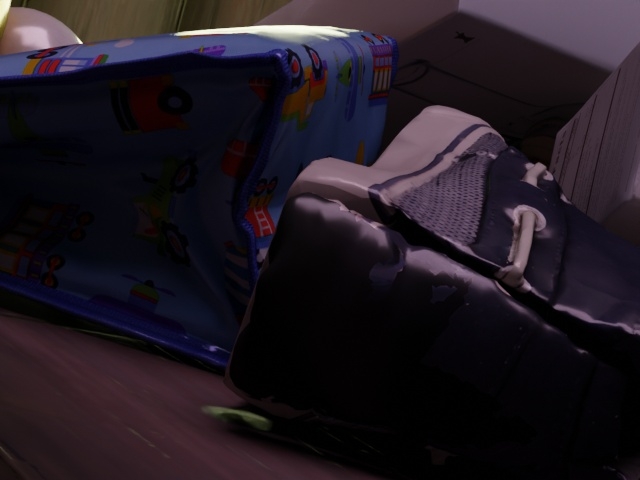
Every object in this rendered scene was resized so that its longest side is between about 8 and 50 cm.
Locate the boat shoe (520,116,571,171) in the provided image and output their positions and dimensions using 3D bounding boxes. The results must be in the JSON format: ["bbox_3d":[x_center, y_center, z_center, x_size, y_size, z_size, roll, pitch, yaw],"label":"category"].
[{"bbox_3d":[0.254,0.034,1.209,0.324,0.116,0.123,28,-5,30],"label":"boat shoe"}]

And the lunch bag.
[{"bbox_3d":[-0.131,-0.040,0.860,0.293,0.138,0.221,7,9,13],"label":"lunch bag"}]

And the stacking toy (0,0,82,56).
[{"bbox_3d":[-0.324,-0.182,1.251,0.480,0.350,0.350,34,-8,-39],"label":"stacking toy"}]

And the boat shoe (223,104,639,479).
[{"bbox_3d":[0.081,0.031,0.768,0.158,0.127,0.340,22,14,10],"label":"boat shoe"}]

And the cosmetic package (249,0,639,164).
[{"bbox_3d":[0.098,-0.099,1.374,0.284,0.097,0.377,19,-24,-29],"label":"cosmetic package"}]

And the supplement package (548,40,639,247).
[{"bbox_3d":[0.178,-0.022,0.905,0.105,0.105,0.179,17,-18,-4],"label":"supplement package"}]
